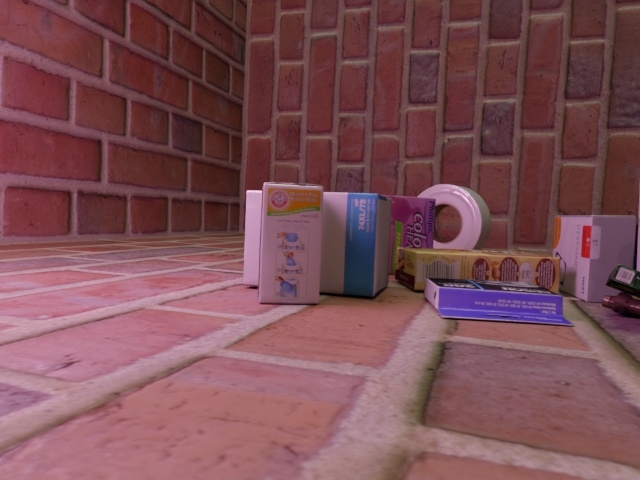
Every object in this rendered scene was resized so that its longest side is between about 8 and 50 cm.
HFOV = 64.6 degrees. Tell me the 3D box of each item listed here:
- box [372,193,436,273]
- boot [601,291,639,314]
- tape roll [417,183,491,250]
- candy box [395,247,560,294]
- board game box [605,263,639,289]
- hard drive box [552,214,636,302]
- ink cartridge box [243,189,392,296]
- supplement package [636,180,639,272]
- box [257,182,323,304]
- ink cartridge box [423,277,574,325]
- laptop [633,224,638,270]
[{"bbox_3d":[0.186,-0.017,1.412,0.243,0.213,0.117,2,3,-26],"label":"box"},{"bbox_3d":[0.560,0.118,0.864,0.106,0.037,0.114,1,6,-37],"label":"boot"},{"bbox_3d":[0.460,-0.059,1.830,0.286,0.286,0.100,5,4,37],"label":"tape roll"},{"bbox_3d":[0.346,0.066,1.151,0.316,0.087,0.183,3,3,-4],"label":"candy box"},{"bbox_3d":[0.550,0.085,0.837,0.136,0.030,0.260,27,6,28],"label":"board game box"},{"bbox_3d":[0.600,0.033,1.130,0.089,0.181,0.232,3,2,7],"label":"hard drive box"},{"bbox_3d":[0.000,0.000,1.062,0.270,0.197,0.198,3,3,15],"label":"ink cartridge box"},{"bbox_3d":[0.761,-0.012,0.966,0.198,0.262,0.199,8,-6,-26],"label":"supplement package"},{"bbox_3d":[-0.056,0.003,0.899,0.103,0.203,0.114,2,3,-8],"label":"box"},{"bbox_3d":[0.296,0.100,0.879,0.206,0.045,0.208,3,4,3],"label":"ink cartridge box"},{"bbox_3d":[0.938,0.088,1.363,0.382,0.236,0.408,2,24,-2],"label":"laptop"}]
